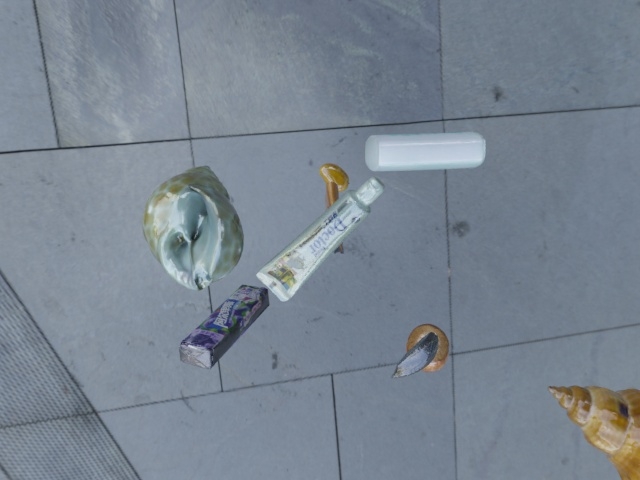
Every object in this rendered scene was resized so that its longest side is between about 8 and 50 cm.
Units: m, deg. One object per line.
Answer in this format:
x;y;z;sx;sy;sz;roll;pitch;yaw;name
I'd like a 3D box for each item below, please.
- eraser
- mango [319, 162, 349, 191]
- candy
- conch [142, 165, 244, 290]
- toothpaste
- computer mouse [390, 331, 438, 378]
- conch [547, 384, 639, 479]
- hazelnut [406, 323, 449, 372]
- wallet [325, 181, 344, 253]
0.280;-0.241;1.328;0.289;0.189;0.104;-3;106;-5;eraser
0.044;-0.209;1.614;0.114;0.060;0.080;36;109;-13;mango
-0.222;0.197;1.190;0.087;0.312;0.061;10;114;16;candy
-0.141;-0.013;0.558;0.105;0.172;0.116;-3;115;-44;conch
0.000;0.000;0.720;0.067;0.037;0.255;42;117;-8;toothpaste
0.201;0.247;1.011;0.047;0.079;0.135;47;108;12;computer mouse
0.426;0.252;0.564;0.330;0.109;0.093;24;130;16;conch
0.351;0.349;1.568;0.150;0.150;0.151;-2;100;-11;hazelnut
0.045;-0.066;1.475;0.041;0.196;0.161;-9;62;-2;wallet
